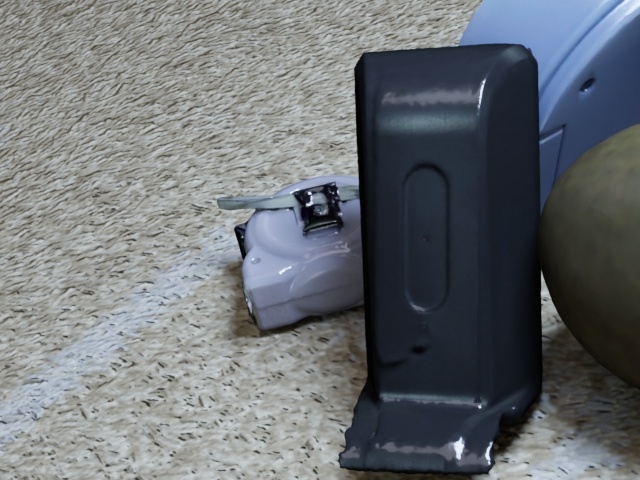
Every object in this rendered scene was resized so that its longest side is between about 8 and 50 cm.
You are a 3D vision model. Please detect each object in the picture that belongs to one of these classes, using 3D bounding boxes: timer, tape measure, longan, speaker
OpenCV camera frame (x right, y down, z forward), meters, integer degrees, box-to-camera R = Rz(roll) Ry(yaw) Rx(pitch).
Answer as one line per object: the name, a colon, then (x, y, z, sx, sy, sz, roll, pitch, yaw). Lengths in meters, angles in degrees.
timer: (0.306, -0.221, 1.628, 0.395, 0.395, 0.173, -28, 58, -18)
tape measure: (-0.003, -0.001, 1.678, 0.196, 0.105, 0.178, -19, 35, -4)
longan: (0.367, 0.024, 1.388, 0.350, 0.288, 0.288, 11, 42, 15)
speaker: (0.106, 0.009, 1.435, 0.180, 0.388, 0.184, -2, 1, 18)
